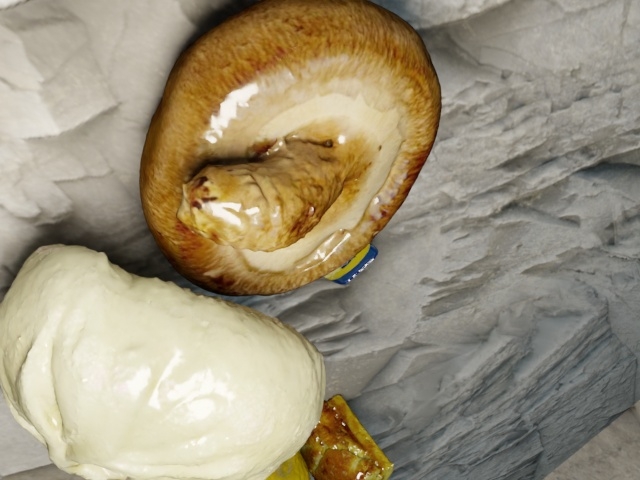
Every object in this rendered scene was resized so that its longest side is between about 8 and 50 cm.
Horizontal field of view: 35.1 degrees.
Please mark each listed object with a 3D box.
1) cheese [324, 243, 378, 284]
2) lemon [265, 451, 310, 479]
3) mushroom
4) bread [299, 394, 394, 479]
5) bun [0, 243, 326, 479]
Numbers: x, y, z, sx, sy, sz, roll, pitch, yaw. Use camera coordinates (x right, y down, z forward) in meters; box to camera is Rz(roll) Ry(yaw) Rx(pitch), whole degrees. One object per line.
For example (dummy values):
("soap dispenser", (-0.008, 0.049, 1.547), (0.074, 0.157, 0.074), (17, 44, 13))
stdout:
("cheese", (0.000, 0.000, 1.315), (0.156, 0.064, 0.250), (-43, 147, 11))
("lemon", (-0.128, 0.372, 1.525), (0.228, 0.228, 0.253), (-7, 134, -41))
("mushroom", (-0.030, -0.098, 1.036), (0.345, 0.239, 0.345), (-23, 166, -6))
("bread", (0.032, 0.370, 1.735), (0.103, 0.172, 0.132), (-9, 138, -39))
("bun", (-0.172, 0.149, 1.048), (0.365, 0.365, 0.219), (34, 75, -58))
